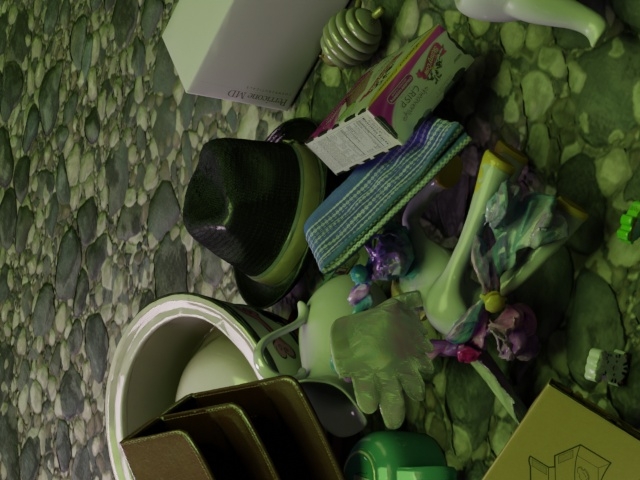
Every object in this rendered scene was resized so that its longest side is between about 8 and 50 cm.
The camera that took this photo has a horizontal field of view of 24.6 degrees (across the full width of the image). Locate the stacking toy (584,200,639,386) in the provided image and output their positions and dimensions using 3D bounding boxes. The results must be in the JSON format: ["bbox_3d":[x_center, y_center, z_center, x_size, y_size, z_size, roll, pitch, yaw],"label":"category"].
[{"bbox_3d":[0.375,0.072,1.564,0.167,0.052,0.221,16,95,56],"label":"stacking toy"}]

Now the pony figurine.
[{"bbox_3d":[0.157,0.078,1.738,0.363,0.302,0.351,-58,26,13],"label":"pony figurine"}]

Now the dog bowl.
[{"bbox_3d":[-0.136,0.274,2.152,0.408,0.150,0.408,3,95,45],"label":"dog bowl"}]

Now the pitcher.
[{"bbox_3d":[0.005,0.135,1.973,0.125,0.177,0.207,-40,23,45],"label":"pitcher"}]

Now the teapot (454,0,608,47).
[{"bbox_3d":[0.257,-0.379,1.733,0.252,0.187,0.256,-91,2,-69],"label":"teapot"}]

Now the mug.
[{"bbox_3d":[0.095,0.303,1.905,0.158,0.097,0.129,-57,40,35],"label":"mug"}]

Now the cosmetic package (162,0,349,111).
[{"bbox_3d":[-0.074,-0.393,2.240,0.366,0.197,0.155,-61,39,33],"label":"cosmetic package"}]

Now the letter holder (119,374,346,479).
[{"bbox_3d":[-0.084,0.347,1.880,0.214,0.152,0.302,-15,100,36],"label":"letter holder"}]

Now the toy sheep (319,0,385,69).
[{"bbox_3d":[0.047,-0.299,2.132,0.132,0.091,0.091,-45,47,37],"label":"toy sheep"}]

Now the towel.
[{"bbox_3d":[0.072,-0.072,1.861,0.243,0.040,0.336,-45,9,3],"label":"towel"}]

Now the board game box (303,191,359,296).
[{"bbox_3d":[0.000,0.000,2.191,0.103,0.026,0.154,-55,41,36],"label":"board game box"}]

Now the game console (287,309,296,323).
[{"bbox_3d":[-0.040,0.200,2.222,0.124,0.085,0.144,34,116,22],"label":"game console"}]

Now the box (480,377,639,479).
[{"bbox_3d":[0.272,0.267,1.603,0.201,0.164,0.021,-62,-5,29],"label":"box"}]

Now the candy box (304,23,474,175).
[{"bbox_3d":[0.086,-0.181,1.939,0.159,0.071,0.233,-50,11,-20],"label":"candy box"}]

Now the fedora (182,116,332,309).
[{"bbox_3d":[-0.114,-0.057,2.220,0.334,0.152,0.334,-46,36,48],"label":"fedora"}]
